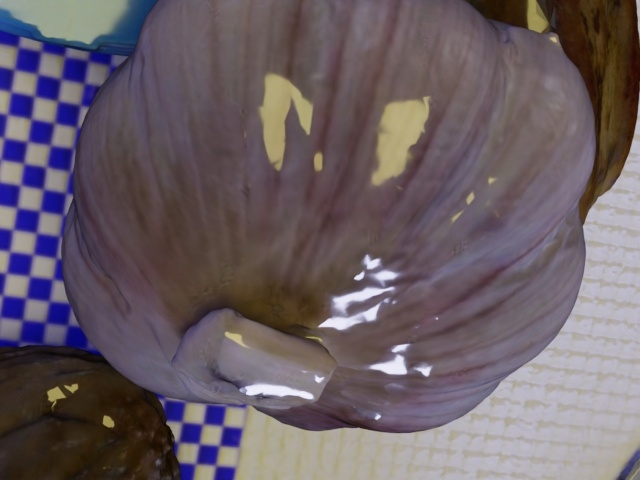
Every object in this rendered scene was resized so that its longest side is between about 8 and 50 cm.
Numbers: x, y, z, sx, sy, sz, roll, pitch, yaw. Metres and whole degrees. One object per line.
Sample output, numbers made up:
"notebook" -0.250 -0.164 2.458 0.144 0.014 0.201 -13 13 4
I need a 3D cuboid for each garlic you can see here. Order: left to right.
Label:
"garlic" 0.004 -0.012 0.561 0.322 0.322 0.241 0 65 -16

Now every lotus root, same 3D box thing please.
"lotus root" 0.118 -0.154 0.675 0.193 0.193 0.291 -15 107 -14

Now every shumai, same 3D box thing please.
"shumai" -0.202 0.227 0.653 0.346 0.217 0.283 -43 139 6

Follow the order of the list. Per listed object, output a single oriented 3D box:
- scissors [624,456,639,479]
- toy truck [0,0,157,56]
"scissors" 0.208 0.294 0.825 0.109 0.022 0.300 35 85 -21
"toy truck" -0.122 -0.306 0.583 0.161 0.162 0.385 8 96 -17
